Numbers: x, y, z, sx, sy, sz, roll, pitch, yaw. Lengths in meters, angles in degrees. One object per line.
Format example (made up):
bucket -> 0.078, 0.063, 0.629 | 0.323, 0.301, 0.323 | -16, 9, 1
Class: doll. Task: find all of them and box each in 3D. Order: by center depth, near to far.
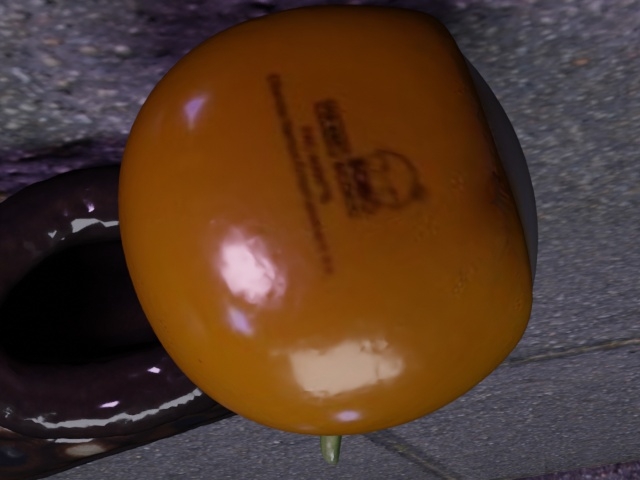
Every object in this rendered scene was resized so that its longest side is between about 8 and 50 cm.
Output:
doll -> 0.000, 0.000, 0.617 | 0.213, 0.213, 0.236 | -4, 162, -6

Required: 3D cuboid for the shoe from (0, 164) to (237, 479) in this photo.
shoe -> -0.194, 0.067, 0.793 | 0.384, 0.171, 0.237 | -11, 167, 9
